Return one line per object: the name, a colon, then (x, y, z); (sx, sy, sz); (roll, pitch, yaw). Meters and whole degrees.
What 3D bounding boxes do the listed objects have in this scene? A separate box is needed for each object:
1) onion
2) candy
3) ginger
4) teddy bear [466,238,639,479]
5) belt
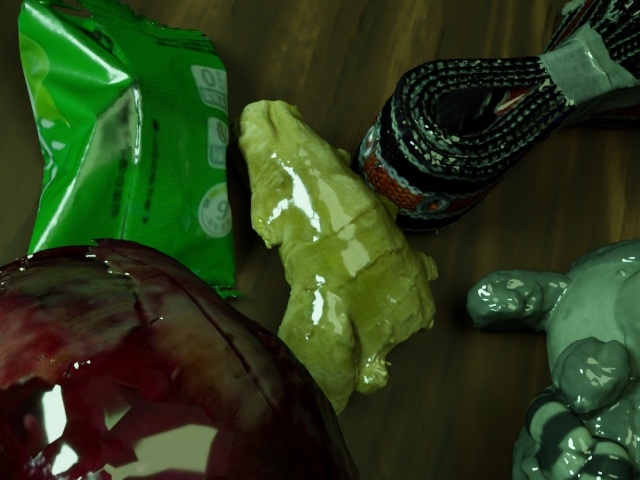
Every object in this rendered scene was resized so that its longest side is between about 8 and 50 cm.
onion: (-0.093, 0.123, 0.515); (0.219, 0.252, 0.252); (-45, 93, -11)
candy: (-0.114, -0.060, 0.670); (0.141, 0.078, 0.203); (-1, 74, -28)
ginger: (0.014, 0.003, 0.706); (0.115, 0.081, 0.205); (-14, 83, 0)
teddy bear: (0.185, 0.083, 0.729); (0.171, 0.144, 0.251); (6, 62, -10)
belt: (0.170, -0.109, 0.831); (0.359, 0.094, 0.126); (-30, 86, -33)
